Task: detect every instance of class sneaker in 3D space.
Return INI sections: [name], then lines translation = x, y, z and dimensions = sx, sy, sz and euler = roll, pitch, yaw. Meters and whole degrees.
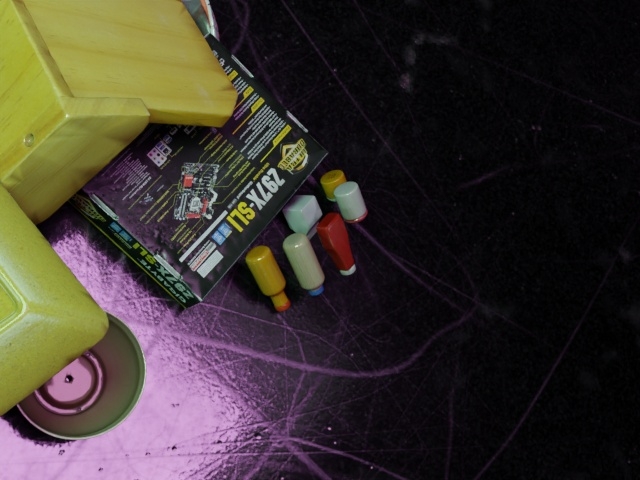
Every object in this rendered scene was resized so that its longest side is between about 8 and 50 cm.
[sneaker]
translation = -0.203, -0.360, 1.292
dimensions = 0.065, 0.061, 0.158
euler = -20, 83, -1

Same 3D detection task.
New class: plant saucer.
[plant saucer]
translation = -0.443, 0.058, 0.826
dimensions = 0.333, 0.081, 0.332
euler = -39, 83, -15

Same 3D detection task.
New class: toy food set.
[toy food set]
translation = 0.000, 0.000, 1.252
dimensions = 0.232, 0.111, 0.104
euler = -51, 130, -38

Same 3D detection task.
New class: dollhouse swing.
[dollhouse swing]
translation = -0.347, -0.209, 1.099
dimensions = 0.346, 0.315, 0.305
euler = 58, 20, 19

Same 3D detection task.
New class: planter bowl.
[planter bowl]
translation = -0.311, 0.171, 1.047
dimensions = 0.162, 0.109, 0.162
euler = 7, 72, -23

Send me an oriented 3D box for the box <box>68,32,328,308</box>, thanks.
[box]
translation = -0.177, -0.106, 1.202
dimensions = 0.257, 0.079, 0.322
euler = 45, 62, -13
